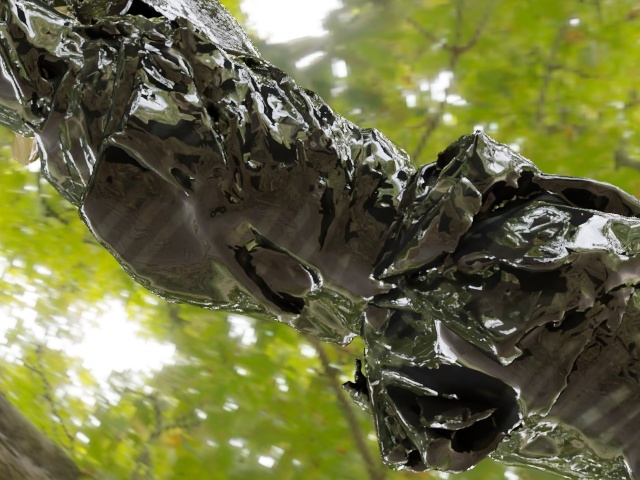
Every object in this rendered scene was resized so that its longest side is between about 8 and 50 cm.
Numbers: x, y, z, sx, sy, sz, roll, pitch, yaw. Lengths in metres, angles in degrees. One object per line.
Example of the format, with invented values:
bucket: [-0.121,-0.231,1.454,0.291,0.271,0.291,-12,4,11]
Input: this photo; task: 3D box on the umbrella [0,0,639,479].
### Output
umbrella: [0.002,0.001,0.601,0.337,0.154,0.128,28,-100,-6]

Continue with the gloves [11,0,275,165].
gloves: [-0.134,-0.118,1.150,0.197,0.301,0.152,-3,-72,-61]
